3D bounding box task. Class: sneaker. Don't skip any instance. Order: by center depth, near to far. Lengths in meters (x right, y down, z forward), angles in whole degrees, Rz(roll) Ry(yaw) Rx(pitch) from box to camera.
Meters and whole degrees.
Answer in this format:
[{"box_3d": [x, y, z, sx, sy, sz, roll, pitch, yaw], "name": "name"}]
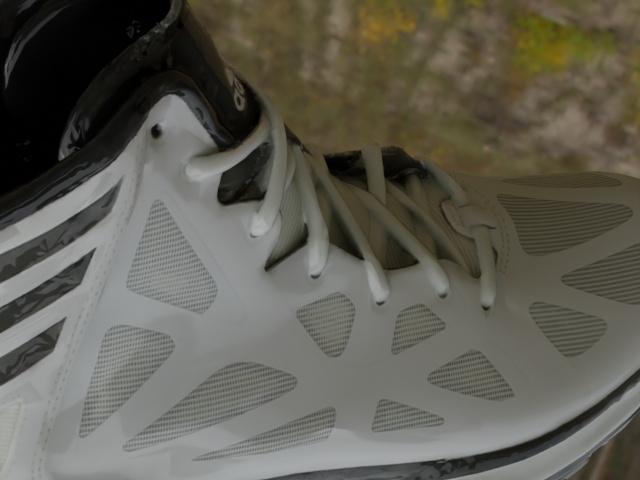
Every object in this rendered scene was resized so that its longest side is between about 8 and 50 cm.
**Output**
[{"box_3d": [0.000, 0.001, 0.725, 0.448, 0.257, 0.169, -17, -135, -23], "name": "sneaker"}]
